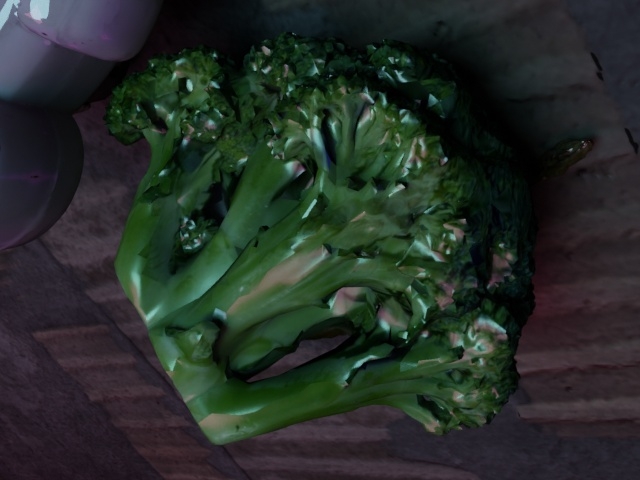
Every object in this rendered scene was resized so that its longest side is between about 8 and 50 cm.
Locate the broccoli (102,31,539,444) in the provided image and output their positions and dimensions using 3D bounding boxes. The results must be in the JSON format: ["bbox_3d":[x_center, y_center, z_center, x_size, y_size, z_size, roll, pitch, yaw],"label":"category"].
[{"bbox_3d":[0.000,0.000,0.487,0.294,0.245,0.265,52,162,18],"label":"broccoli"}]

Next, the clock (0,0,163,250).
[{"bbox_3d":[-0.218,-0.182,0.423,0.296,0.113,0.322,32,100,8],"label":"clock"}]

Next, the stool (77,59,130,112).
[{"bbox_3d":[-0.263,-0.171,0.583,0.153,0.228,0.139,-128,42,-52],"label":"stool"}]

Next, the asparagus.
[{"bbox_3d":[0.115,-0.009,0.560,0.023,0.022,0.233,62,146,17],"label":"asparagus"}]
